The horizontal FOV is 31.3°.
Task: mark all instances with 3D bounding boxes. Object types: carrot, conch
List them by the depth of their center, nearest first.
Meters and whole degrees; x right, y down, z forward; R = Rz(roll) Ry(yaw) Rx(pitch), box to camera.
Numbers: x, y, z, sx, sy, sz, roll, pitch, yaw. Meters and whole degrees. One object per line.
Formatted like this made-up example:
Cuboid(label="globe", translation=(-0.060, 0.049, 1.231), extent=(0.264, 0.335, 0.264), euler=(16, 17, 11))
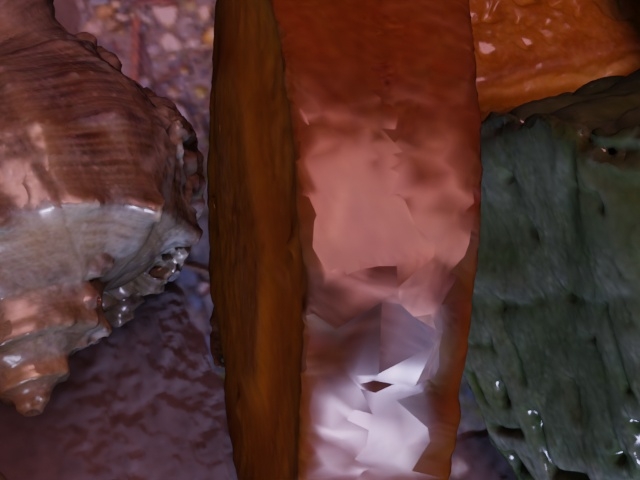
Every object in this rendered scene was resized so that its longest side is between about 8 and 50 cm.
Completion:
Cuboid(label="carrot", translation=(0.000, 0.000, 0.458), extent=(0.100, 0.307, 0.258), euler=(-1, 101, -4))
Cuboid(label="conch", translation=(-0.140, -0.031, 0.506), extent=(0.178, 0.163, 0.245), euler=(-24, 62, 20))

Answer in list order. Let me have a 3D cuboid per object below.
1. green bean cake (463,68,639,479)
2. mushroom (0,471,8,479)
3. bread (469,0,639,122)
Cuboid(label="green bean cake", translation=(0.148, 0.036, 0.502), extent=(0.125, 0.222, 0.227), euler=(-23, 95, -20))
Cuboid(label="mushroom", translation=(-0.192, 0.163, 0.412), extent=(0.204, 0.204, 0.204), euler=(5, 65, -12))
Cuboid(label="bread", translation=(0.084, -0.151, 0.660), extent=(0.210, 0.099, 0.235), euler=(-16, 66, -24))
